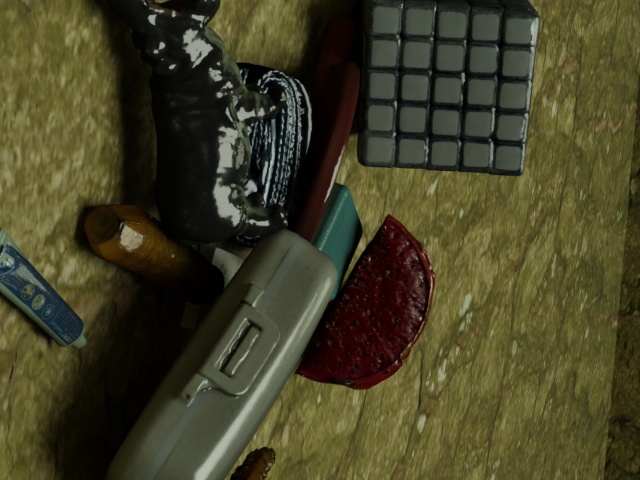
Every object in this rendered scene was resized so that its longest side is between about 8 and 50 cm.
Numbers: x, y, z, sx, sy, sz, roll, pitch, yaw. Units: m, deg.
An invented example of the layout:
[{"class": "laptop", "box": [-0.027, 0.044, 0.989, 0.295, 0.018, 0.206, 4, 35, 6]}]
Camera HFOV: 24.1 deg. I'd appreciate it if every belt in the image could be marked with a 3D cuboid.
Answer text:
[{"class": "belt", "box": [-0.093, -0.106, 1.817, 0.122, 0.128, 0.218, 4, 96, -34]}]

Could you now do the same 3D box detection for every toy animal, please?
[{"class": "toy animal", "box": [-0.133, -0.161, 1.656, 0.168, 0.106, 0.343, -22, 111, -23]}]

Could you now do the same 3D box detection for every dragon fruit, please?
[{"class": "dragon fruit", "box": [0.084, 0.103, 2.172, 0.262, 0.134, 0.211, -60, -178, 3]}]

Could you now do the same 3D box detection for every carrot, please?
[{"class": "carrot", "box": [-0.186, 0.019, 1.716, 0.260, 0.070, 0.070, 40, 62, -62]}]

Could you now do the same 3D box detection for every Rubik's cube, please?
[{"class": "Rubik's cube", "box": [0.169, -0.233, 2.099, 0.237, 0.236, 0.238, -92, -176, -73]}]

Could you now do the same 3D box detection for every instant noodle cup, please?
[{"class": "instant noodle cup", "box": [0.000, 0.000, 2.095, 0.157, 0.070, 0.179, 67, 39, -50]}]

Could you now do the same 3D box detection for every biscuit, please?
[{"class": "biscuit", "box": [-0.152, 0.365, 1.769, 0.305, 0.038, 0.305, -53, 178, -2]}]

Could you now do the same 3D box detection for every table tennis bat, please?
[{"class": "table tennis bat", "box": [-0.003, -0.135, 1.951, 0.268, 0.051, 0.415, 119, -13, -48]}]

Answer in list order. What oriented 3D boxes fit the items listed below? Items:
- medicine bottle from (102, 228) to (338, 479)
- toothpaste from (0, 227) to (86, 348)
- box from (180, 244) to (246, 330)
[{"class": "medicine bottle", "box": [-0.117, 0.174, 1.720, 0.375, 0.123, 0.282, -56, 177, -28]}, {"class": "toothpaste", "box": [-0.292, 0.060, 1.547, 0.197, 0.034, 0.057, 57, 43, -51]}, {"class": "box", "box": [-0.111, 0.077, 1.930, 0.198, 0.029, 0.109, 26, 77, -62]}]
